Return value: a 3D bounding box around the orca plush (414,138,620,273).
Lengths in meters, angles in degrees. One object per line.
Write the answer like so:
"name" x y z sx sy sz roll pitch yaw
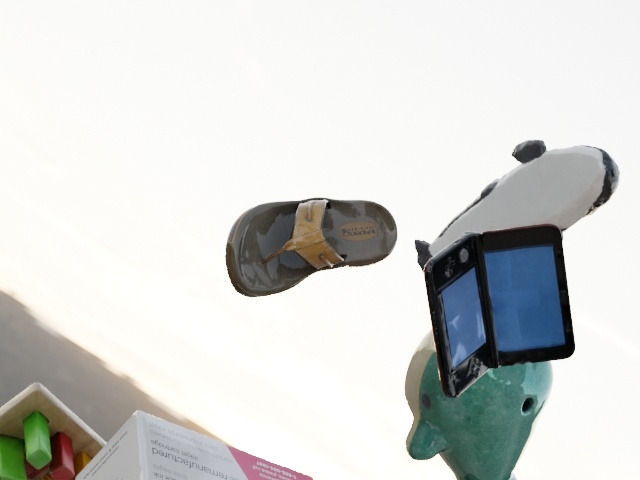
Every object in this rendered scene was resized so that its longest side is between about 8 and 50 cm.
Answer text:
"orca plush" 0.253 -0.016 2.099 0.102 0.287 0.151 21 35 -42

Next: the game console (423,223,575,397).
"game console" 0.171 0.068 1.673 0.085 0.124 0.144 5 -65 36

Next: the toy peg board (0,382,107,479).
"toy peg board" -0.283 0.252 1.721 0.161 0.161 0.079 47 12 -30

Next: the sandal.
"sandal" 0.000 0.000 1.696 0.219 0.090 0.060 -6 -7 -39

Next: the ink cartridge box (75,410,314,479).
"ink cartridge box" -0.084 0.266 1.300 0.172 0.100 0.237 25 34 -28

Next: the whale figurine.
"whale figurine" 0.201 0.216 2.077 0.141 0.216 0.272 22 -55 50
